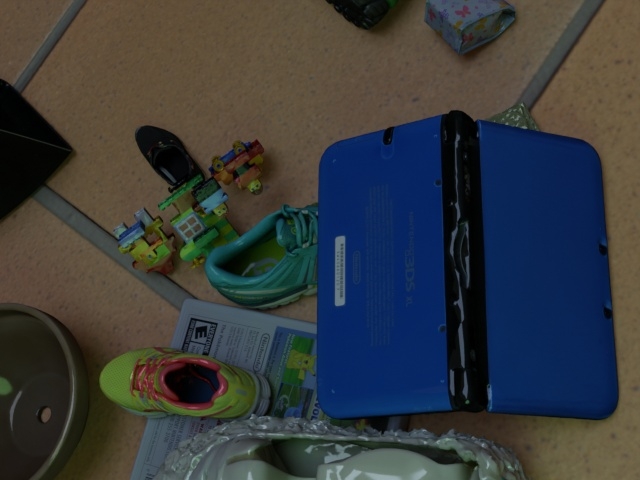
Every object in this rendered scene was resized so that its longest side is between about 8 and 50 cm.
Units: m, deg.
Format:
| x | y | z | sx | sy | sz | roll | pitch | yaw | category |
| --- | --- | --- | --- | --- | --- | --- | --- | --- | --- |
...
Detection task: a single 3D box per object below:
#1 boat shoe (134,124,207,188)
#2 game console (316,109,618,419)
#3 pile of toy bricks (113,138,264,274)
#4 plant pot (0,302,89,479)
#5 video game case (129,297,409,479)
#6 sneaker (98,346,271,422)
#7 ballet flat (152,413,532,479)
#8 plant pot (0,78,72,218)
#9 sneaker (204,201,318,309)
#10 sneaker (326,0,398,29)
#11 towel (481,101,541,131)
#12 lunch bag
| x | y | z | sx | sy | sz | roll | pitch | yaw | category |
| --- | --- | --- | --- | --- | --- | --- | --- | --- | --- |
| -0.194 | -0.108 | 1.295 | 0.049 | 0.042 | 0.133 | -48 | 59 | 4 | boat shoe |
| 0.143 | 0.037 | 1.042 | 0.250 | 0.173 | 0.293 | -11 | 69 | 33 | game console |
| -0.133 | -0.019 | 1.210 | 0.212 | 0.105 | 0.118 | -36 | 19 | 2 | pile of toy bricks |
| -0.358 | 0.201 | 1.223 | 0.237 | 0.110 | 0.237 | -8 | 68 | 22 | plant pot |
| -0.065 | 0.244 | 1.118 | 0.300 | 0.036 | 0.329 | 9 | 76 | 27 | video game case |
| -0.162 | 0.151 | 1.119 | 0.208 | 0.094 | 0.081 | 0 | 74 | 25 | sneaker |
| -0.004 | 0.231 | 0.997 | 0.409 | 0.147 | 0.147 | -7 | 70 | 18 | ballet flat |
| -0.481 | -0.121 | 1.358 | 0.188 | 0.187 | 0.167 | 43 | 105 | 29 | plant pot |
| 0.000 | 0.000 | 1.130 | 0.275 | 0.110 | 0.107 | -26 | 64 | 14 | sneaker |
| 0.000 | -0.411 | 1.276 | 0.146 | 0.134 | 0.343 | -43 | 70 | -2 | sneaker |
| 0.177 | -0.078 | 1.124 | 0.148 | 0.027 | 0.110 | -24 | 65 | 14 | towel |
| 0.172 | -0.259 | 1.174 | 0.083 | 0.053 | 0.071 | -30 | 59 | -16 | lunch bag |
